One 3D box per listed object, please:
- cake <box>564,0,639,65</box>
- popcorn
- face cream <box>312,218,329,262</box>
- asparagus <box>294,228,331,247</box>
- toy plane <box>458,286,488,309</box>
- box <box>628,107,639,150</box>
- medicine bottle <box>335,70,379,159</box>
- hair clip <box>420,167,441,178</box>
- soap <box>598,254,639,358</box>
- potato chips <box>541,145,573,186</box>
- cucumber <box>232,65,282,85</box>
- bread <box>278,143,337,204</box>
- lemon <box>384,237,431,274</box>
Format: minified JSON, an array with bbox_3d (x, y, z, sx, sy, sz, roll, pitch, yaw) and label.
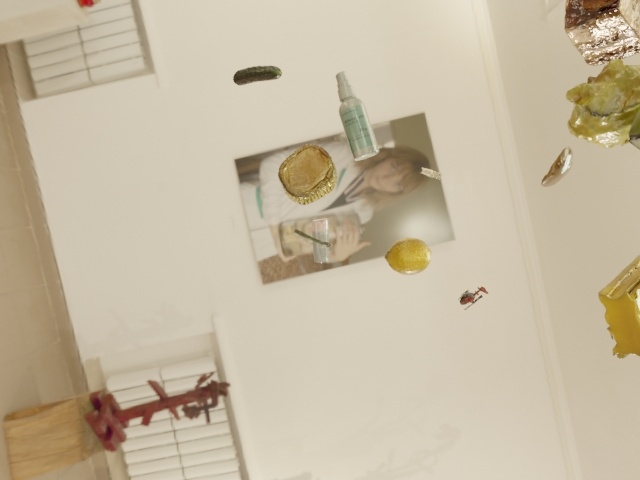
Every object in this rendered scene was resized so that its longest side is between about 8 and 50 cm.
[{"bbox_3d":[0.879,-0.709,1.521,0.198,0.292,0.197,3,-105,54],"label":"cake"},{"bbox_3d":[0.870,-0.397,1.425,0.252,0.286,0.215,59,24,-8],"label":"popcorn"},{"bbox_3d":[0.000,0.000,2.248,0.057,0.084,0.199,18,-67,55],"label":"face cream"},{"bbox_3d":[-0.023,-0.006,1.491,0.018,0.127,0.015,-65,-161,5],"label":"asparagus"},{"bbox_3d":[0.590,0.221,1.903,0.060,0.037,0.145,46,-47,8],"label":"toy plane"},{"bbox_3d":[1.047,-0.217,1.166,0.138,0.420,0.373,-61,-163,-9],"label":"box"},{"bbox_3d":[0.134,-0.504,1.966,0.110,0.110,0.352,-31,102,-88],"label":"medicine bottle"},{"bbox_3d":[0.521,-0.316,2.299,0.226,0.072,0.034,-7,112,-68],"label":"hair clip"},{"bbox_3d":[0.922,0.181,1.387,0.096,0.324,0.205,-13,-82,55],"label":"soap"},{"bbox_3d":[0.838,-0.250,1.700,0.201,0.049,0.150,-19,137,-53],"label":"potato chips"},{"bbox_3d":[-0.200,-0.542,1.593,0.058,0.214,0.052,-58,133,-23],"label":"cucumber"},{"bbox_3d":[-0.056,-0.287,2.129,0.227,0.253,0.142,52,-8,16],"label":"bread"},{"bbox_3d":[0.437,0.078,2.419,0.188,0.256,0.189,173,-90,-75],"label":"lemon"}]
